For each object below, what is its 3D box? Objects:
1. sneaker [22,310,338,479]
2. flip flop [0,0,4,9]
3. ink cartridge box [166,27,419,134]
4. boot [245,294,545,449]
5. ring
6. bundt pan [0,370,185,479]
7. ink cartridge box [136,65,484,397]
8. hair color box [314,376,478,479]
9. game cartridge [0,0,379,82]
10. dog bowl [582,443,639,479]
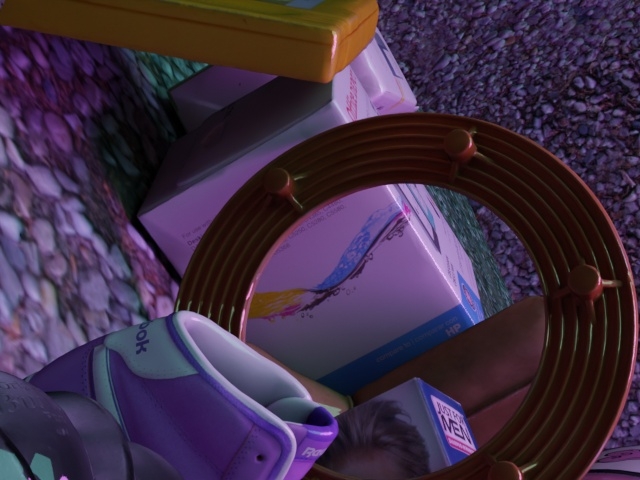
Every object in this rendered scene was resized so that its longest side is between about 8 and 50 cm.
[{"bbox_3d":[-0.043,0.172,0.552,0.282,0.161,0.102,61,13,-9],"label":"sneaker"},{"bbox_3d":[-0.247,-0.174,0.624,0.080,0.112,0.277,15,45,-36],"label":"flip flop"},{"bbox_3d":[-0.013,-0.163,1.183,0.119,0.207,0.353,62,12,2],"label":"ink cartridge box"},{"bbox_3d":[0.071,0.111,0.832,0.236,0.270,0.089,51,17,-36],"label":"boot"},{"bbox_3d":[0.044,0.055,0.709,0.336,0.337,0.032,69,10,27],"label":"ring"},{"bbox_3d":[-0.094,0.180,0.347,0.330,0.124,0.331,53,11,-15],"label":"bundt pan"},{"bbox_3d":[0.000,0.000,0.940,0.270,0.197,0.198,56,15,-20],"label":"ink cartridge box"},{"bbox_3d":[0.067,0.289,0.685,0.105,0.174,0.347,38,27,-56],"label":"hair color box"},{"bbox_3d":[-0.105,-0.195,0.842,0.323,0.286,0.052,-64,164,-73],"label":"game cartridge"},{"bbox_3d":[0.227,0.352,0.742,0.150,0.408,0.407,15,46,-46],"label":"dog bowl"}]
